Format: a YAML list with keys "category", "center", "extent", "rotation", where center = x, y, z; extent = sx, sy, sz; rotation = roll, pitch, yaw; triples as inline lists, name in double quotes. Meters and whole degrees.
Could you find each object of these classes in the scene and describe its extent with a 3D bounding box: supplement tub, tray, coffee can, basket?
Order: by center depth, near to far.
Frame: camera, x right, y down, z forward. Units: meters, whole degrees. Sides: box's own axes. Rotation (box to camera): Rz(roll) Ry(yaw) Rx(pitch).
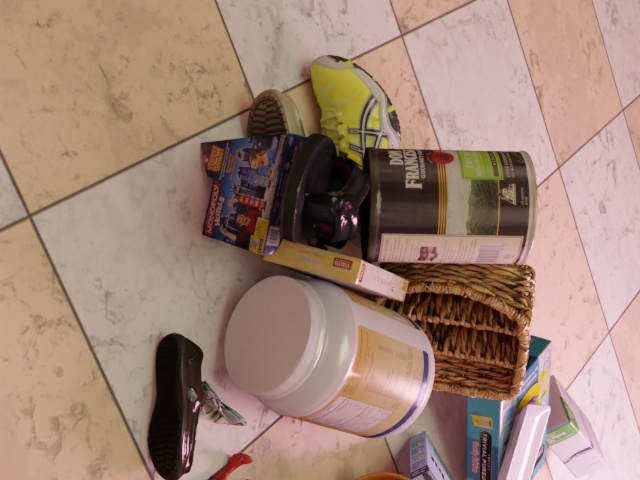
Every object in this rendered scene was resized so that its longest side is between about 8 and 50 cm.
- category: "supplement tub"
  center: [0.018, 0.195, 1.524]
  extent: [0.316, 0.228, 0.228]
  rotation: [26, 65, -43]
- category: "coffee can"
  center: [0.213, -0.059, 1.577]
  extent: [0.201, 0.276, 0.201]
  rotation: [-179, -90, -88]
- category: "basket"
  center: [0.241, 0.150, 1.695]
  extent: [0.213, 0.299, 0.223]
  rotation: [73, 29, -62]
- category: "tray"
  center: [0.401, 0.463, 1.870]
  extent: [0.145, 0.030, 0.270]
  rotation: [18, 88, -55]

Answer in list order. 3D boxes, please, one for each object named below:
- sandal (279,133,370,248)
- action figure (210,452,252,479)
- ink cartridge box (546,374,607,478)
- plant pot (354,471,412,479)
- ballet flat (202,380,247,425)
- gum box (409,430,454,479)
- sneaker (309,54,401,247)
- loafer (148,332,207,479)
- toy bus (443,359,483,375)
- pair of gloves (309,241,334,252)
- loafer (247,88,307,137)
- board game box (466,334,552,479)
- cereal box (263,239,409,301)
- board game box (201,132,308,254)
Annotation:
- category: "sandal"
  center: [0.032, -0.066, 1.457]
  extent: [0.446, 0.107, 0.167]
  rotation: [11, 93, -78]
- category: "action figure"
  center: [-0.164, 0.439, 1.360]
  extent: [0.280, 0.139, 0.091]
  rotation: [-42, 113, -40]
- category: "ink cartridge box"
  center: [0.584, 0.446, 2.174]
  extent: [0.208, 0.087, 0.153]
  rotation: [48, 21, -32]
- category: "plant pot"
  center: [0.134, 0.546, 1.638]
  extent: [0.188, 0.205, 0.205]
  rotation: [55, 47, -48]
- category: "ballet flat"
  center: [-0.165, 0.270, 1.459]
  extent: [0.114, 0.041, 0.041]
  rotation: [51, 50, -30]
- category: "gum box"
  center: [0.225, 0.476, 1.759]
  extent: [0.157, 0.041, 0.184]
  rotation: [60, 9, -8]
- category: "sneaker"
  center: [0.070, -0.163, 1.709]
  extent: [0.147, 0.145, 0.384]
  rotation: [-30, 99, -27]
- category: "loafer"
  center: [-0.203, 0.252, 1.380]
  extent: [0.078, 0.080, 0.219]
  rotation: [15, 73, -45]
- category: "toy bus"
  center: [0.322, 0.125, 1.945]
  extent: [0.108, 0.130, 0.332]
  rotation: [37, 58, -37]
- category: "pair of gloves"
  center: [0.000, 0.000, 1.698]
  extent: [0.074, 0.010, 0.083]
  rotation: [9, 80, -48]
- category: "loafer"
  center: [-0.052, -0.139, 1.603]
  extent: [0.092, 0.102, 0.268]
  rotation: [-34, 119, -47]
- category: "board game box"
  center: [0.404, 0.404, 1.949]
  extent: [0.254, 0.079, 0.335]
  rotation: [-35, 130, -45]
- category: "cereal box"
  center: [0.032, 0.051, 1.553]
  extent: [0.240, 0.173, 0.047]
  rotation: [26, 79, -64]
- category: "board game box"
  center: [-0.121, -0.090, 1.472]
  extent: [0.060, 0.194, 0.194]
  rotation: [6, 99, -48]
